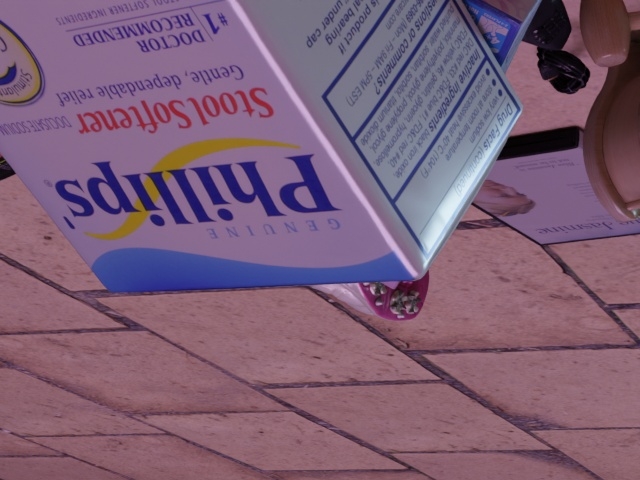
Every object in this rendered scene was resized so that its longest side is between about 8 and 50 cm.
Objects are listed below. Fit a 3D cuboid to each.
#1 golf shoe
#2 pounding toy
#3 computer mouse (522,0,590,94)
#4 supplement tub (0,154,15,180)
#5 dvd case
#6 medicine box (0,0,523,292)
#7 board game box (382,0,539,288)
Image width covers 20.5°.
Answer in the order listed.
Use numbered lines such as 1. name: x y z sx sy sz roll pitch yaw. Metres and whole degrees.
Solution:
1. golf shoe: 0.000 0.000 1.873 0.140 0.115 0.306 4 159 40
2. pounding toy: 0.311 -0.095 1.383 0.269 0.154 0.155 15 160 -30
3. computer mouse: 0.165 -0.155 1.376 0.071 0.041 0.242 36 177 23
4. supplement tub: -0.260 -0.121 1.520 0.117 0.117 0.190 18 158 -36
5. dvd case: 0.235 -0.048 1.766 0.180 0.022 0.253 -8 158 35
6. medicine box: -0.075 -0.120 1.021 0.263 0.149 0.289 -4 131 42
7. board game box: -0.039 -0.140 1.163 0.318 0.066 0.318 29 148 6
